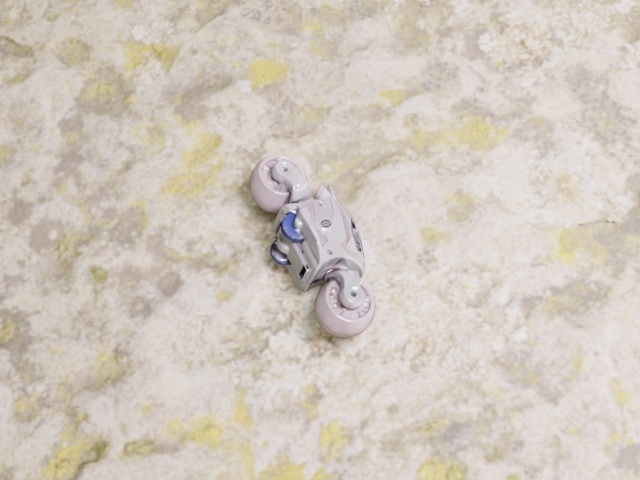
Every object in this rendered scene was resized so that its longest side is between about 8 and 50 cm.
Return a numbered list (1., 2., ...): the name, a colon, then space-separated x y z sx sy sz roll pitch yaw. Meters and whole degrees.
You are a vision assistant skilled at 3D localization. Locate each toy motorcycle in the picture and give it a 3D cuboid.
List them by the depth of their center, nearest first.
1. toy motorcycle: 0.000 0.000 1.246 0.112 0.112 0.254 -28 69 -3
